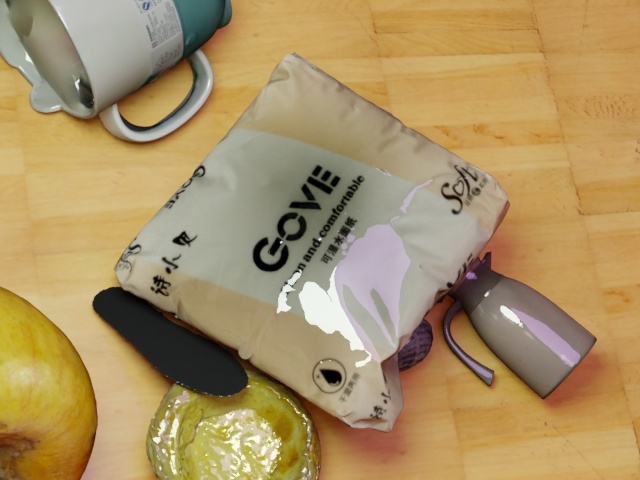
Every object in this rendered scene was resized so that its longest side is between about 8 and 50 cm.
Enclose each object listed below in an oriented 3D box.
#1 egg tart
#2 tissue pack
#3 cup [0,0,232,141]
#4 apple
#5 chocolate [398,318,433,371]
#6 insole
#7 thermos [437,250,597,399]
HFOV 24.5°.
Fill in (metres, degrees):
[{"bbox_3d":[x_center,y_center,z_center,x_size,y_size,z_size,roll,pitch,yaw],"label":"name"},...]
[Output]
[{"bbox_3d":[-0.101,0.251,1.731,0.212,0.090,0.212,6,66,-15],"label":"egg tart"},{"bbox_3d":[0.000,0.000,1.783,0.390,0.195,0.375,29,70,15],"label":"tissue pack"},{"bbox_3d":[-0.246,-0.267,1.831,0.257,0.219,0.289,-35,113,-25],"label":"cup"},{"bbox_3d":[-0.400,0.173,1.572,0.299,0.299,0.275,-21,35,-23],"label":"apple"},{"bbox_3d":[0.070,0.141,1.835,0.167,0.072,0.072,-23,78,-21],"label":"chocolate"},{"bbox_3d":[-0.183,0.121,1.748,0.232,0.003,0.080,32,48,25],"label":"insole"},{"bbox_3d":[0.236,0.114,1.888,0.193,0.105,0.137,41,95,5],"label":"thermos"}]
